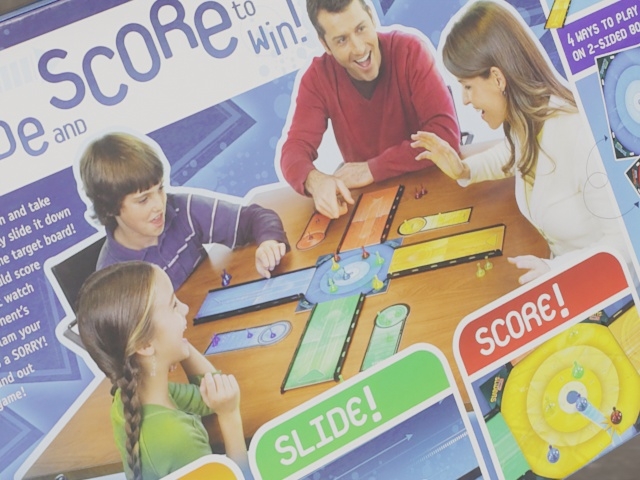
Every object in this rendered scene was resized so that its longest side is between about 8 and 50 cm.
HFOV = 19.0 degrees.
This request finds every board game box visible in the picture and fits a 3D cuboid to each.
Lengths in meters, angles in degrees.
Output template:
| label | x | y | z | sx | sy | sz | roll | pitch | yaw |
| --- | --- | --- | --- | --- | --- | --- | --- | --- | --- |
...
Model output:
| label | x | y | z | sx | sy | sz | roll | pitch | yaw |
| --- | --- | --- | --- | --- | --- | --- | --- | --- | --- |
| board game box | 0.000 | 0.000 | 0.398 | 0.201 | 0.035 | 0.136 | -25 | 100 | -30 |
